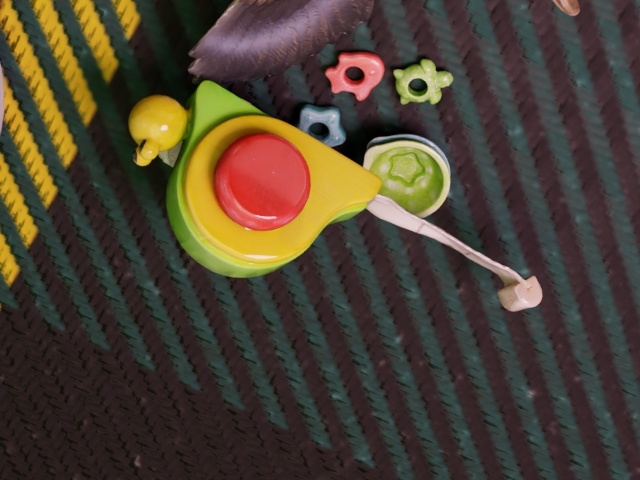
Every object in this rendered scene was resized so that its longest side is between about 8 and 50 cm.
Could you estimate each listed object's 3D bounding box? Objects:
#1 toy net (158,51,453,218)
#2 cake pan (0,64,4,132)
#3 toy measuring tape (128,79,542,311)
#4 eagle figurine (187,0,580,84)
[{"bbox_3d":[-0.017,-0.080,1.304,0.232,0.045,0.122,1,121,4],"label":"toy net"},{"bbox_3d":[-0.378,-0.133,1.298,0.293,0.054,0.293,2,120,3],"label":"cake pan"},{"bbox_3d":[0.000,0.000,1.253,0.330,0.121,0.121,30,118,-10],"label":"toy measuring tape"},{"bbox_3d":[0.005,-0.241,1.155,0.298,0.225,0.226,-8,79,43],"label":"eagle figurine"}]
